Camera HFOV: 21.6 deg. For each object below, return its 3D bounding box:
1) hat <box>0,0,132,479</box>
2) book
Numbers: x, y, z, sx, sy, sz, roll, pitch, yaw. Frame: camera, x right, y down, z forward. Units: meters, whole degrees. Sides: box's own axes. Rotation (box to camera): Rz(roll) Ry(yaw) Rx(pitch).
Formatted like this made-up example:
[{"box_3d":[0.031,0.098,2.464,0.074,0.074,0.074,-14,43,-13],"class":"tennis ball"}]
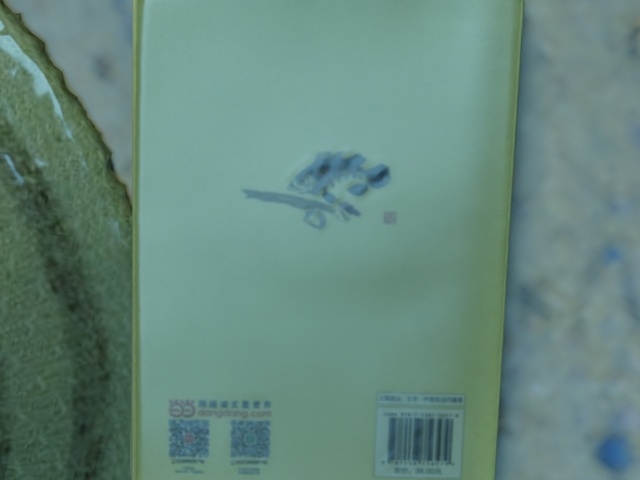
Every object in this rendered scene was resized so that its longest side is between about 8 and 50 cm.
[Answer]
[{"box_3d":[-0.163,0.043,0.330,0.252,0.110,0.252,1,105,6],"class":"hat"},{"box_3d":[0.000,0.000,0.343,0.077,0.014,0.111,2,105,-2],"class":"book"}]
